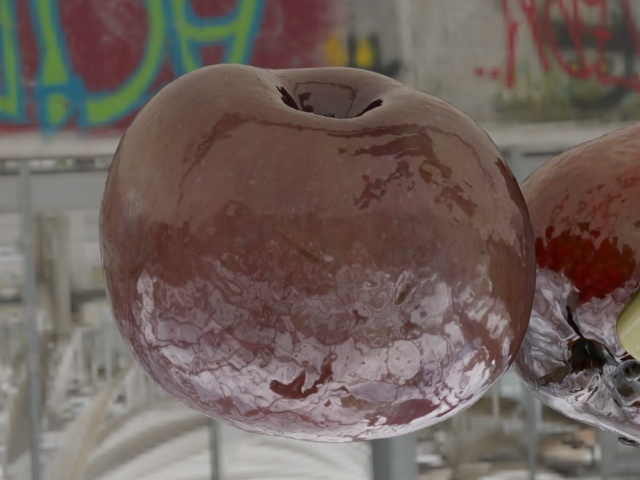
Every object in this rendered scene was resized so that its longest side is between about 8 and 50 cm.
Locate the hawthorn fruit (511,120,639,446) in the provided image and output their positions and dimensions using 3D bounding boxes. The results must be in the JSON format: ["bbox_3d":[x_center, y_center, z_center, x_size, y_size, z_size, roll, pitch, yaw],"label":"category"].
[{"bbox_3d":[0.320,0.003,1.298,0.369,0.285,0.284,-45,-163,-22],"label":"hawthorn fruit"}]

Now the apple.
[{"bbox_3d":[0.000,0.000,1.044,0.305,0.235,0.306,6,-160,-2],"label":"apple"}]

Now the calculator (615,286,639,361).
[{"bbox_3d":[0.311,0.059,1.063,0.157,0.033,0.236,30,145,-8],"label":"calculator"}]
